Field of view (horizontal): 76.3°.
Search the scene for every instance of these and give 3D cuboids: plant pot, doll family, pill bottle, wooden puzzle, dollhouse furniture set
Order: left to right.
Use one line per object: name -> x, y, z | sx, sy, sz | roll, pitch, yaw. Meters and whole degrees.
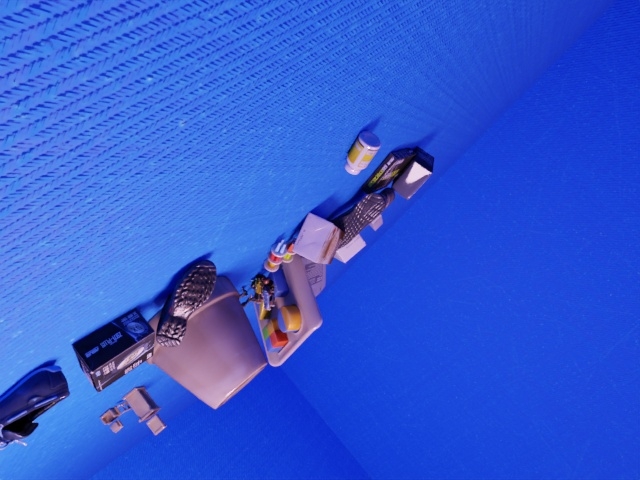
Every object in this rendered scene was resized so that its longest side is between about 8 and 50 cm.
dollhouse furniture set -> -0.677, 0.665, 1.501 | 0.161, 0.182, 0.101 | -40, 168, -12
plant pot -> -0.312, 0.311, 1.183 | 0.323, 0.280, 0.323 | -41, 170, -9
doll family -> -0.199, 0.172, 1.442 | 0.076, 0.111, 0.193 | -1, -172, -35
wooden puzzle -> -0.152, 0.250, 1.500 | 0.081, 0.322, 0.348 | 6, 140, -36
pill bottle -> 0.111, -0.236, 1.114 | 0.065, 0.065, 0.116 | -33, 165, -40

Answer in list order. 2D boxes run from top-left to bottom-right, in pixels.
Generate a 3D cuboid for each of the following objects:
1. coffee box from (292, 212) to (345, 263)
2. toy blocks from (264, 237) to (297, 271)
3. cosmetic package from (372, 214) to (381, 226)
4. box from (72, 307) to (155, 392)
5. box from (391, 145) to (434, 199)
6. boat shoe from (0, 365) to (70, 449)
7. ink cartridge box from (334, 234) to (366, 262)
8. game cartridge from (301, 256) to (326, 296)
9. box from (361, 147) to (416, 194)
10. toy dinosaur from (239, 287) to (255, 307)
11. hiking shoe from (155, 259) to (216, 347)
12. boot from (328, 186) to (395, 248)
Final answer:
coffee box -> 0.000, 0.000, 1.423 | 0.141, 0.098, 0.246 | -65, 167, 1
toy blocks -> -0.119, 0.031, 1.355 | 0.123, 0.054, 0.148 | -33, 165, -37
cosmetic package -> 0.237, -0.114, 1.903 | 0.060, 0.099, 0.239 | -45, 169, 3
box -> -0.475, 0.259, 0.950 | 0.147, 0.077, 0.180 | -34, 166, -37
box -> 0.376, -0.276, 1.660 | 0.156, 0.093, 0.158 | -51, -172, 37
boat shoe -> -0.623, 0.367, 0.823 | 0.258, 0.089, 0.109 | -44, 168, 8
ink cartridge box -> 0.098, 0.017, 1.772 | 0.127, 0.072, 0.175 | -40, -158, -10
game cartridge -> -0.050, 0.149, 1.738 | 0.297, 0.062, 0.197 | -11, 107, -68
box -> 0.262, -0.265, 1.558 | 0.184, 0.045, 0.191 | -47, 169, 35
toy dinosaur -> -0.302, 0.232, 1.487 | 0.118, 0.064, 0.268 | -36, 172, -1
hiking shoe -> -0.338, 0.139, 0.996 | 0.226, 0.086, 0.114 | -59, -148, -4
boot -> 0.147, -0.080, 1.623 | 0.338, 0.118, 0.223 | -32, 179, 23
